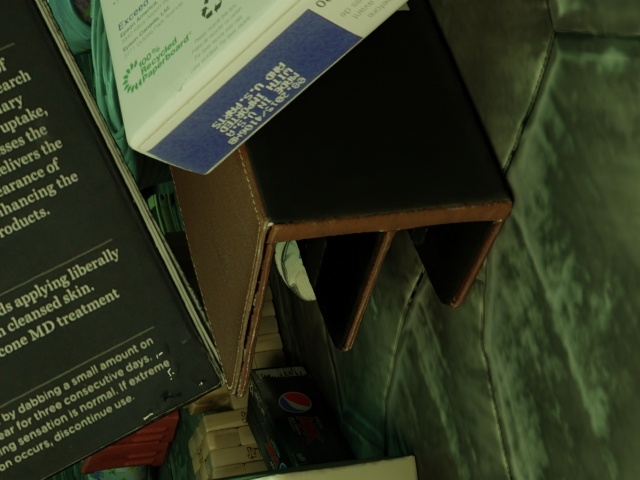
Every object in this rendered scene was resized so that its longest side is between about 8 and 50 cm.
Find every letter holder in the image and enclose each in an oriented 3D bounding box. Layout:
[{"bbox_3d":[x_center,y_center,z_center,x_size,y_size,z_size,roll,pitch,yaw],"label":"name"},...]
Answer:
[{"bbox_3d":[-0.015,-0.070,0.882,0.214,0.152,0.302,106,152,-51],"label":"letter holder"}]

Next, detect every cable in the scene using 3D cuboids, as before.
[{"bbox_3d":[-0.201,-0.188,1.490,0.257,0.089,0.257,-134,42,-61],"label":"cable"}]

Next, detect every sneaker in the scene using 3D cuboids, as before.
[{"bbox_3d":[0.000,0.000,1.005,0.058,0.052,0.135,-122,32,-45],"label":"sneaker"}]

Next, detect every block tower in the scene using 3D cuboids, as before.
[{"bbox_3d":[-0.078,0.154,1.210,0.091,0.097,0.336,120,139,-60],"label":"block tower"}]

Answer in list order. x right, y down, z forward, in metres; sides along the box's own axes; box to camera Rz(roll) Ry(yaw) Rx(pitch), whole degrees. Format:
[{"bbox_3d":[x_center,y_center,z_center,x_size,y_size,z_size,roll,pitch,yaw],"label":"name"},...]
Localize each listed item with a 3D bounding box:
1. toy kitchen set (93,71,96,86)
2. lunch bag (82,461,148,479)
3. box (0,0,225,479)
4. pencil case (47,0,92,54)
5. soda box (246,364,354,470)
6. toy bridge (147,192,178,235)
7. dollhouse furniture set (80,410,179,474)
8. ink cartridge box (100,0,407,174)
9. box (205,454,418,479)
[{"bbox_3d":[-0.254,-0.174,1.662,0.068,0.075,0.083,147,121,-70],"label":"toy kitchen set"},{"bbox_3d":[-0.295,0.280,1.866,0.129,0.096,0.151,90,-176,-52],"label":"lunch bag"},{"bbox_3d":[-0.354,-0.037,1.151,0.472,0.297,0.480,66,163,-7],"label":"box"},{"bbox_3d":[-0.302,-0.316,1.710,0.273,0.113,0.124,-168,65,-70],"label":"pencil case"},{"bbox_3d":[-0.014,0.178,1.084,0.169,0.053,0.060,-120,31,-53],"label":"soda box"},{"bbox_3d":[-0.183,0.033,1.585,0.063,0.026,0.188,151,112,-68],"label":"toy bridge"},{"bbox_3d":[-0.390,0.193,1.702,0.152,0.374,0.201,117,146,-50],"label":"dollhouse furniture set"},{"bbox_3d":[-0.013,-0.258,0.727,0.324,0.071,0.330,-37,51,31],"label":"ink cartridge box"},{"bbox_3d":[-0.007,0.274,0.889,0.126,0.148,0.232,-16,78,41],"label":"box"}]
